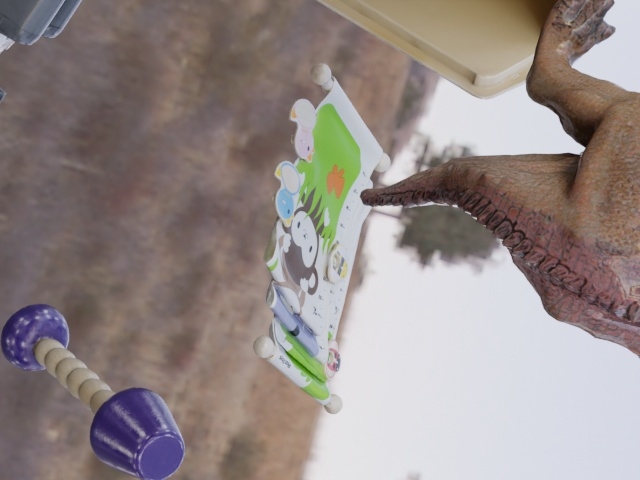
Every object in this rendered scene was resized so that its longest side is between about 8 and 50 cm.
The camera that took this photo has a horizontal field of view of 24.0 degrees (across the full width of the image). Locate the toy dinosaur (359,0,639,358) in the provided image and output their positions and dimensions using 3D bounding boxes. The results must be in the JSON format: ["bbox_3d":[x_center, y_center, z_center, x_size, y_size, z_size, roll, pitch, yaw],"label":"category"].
[{"bbox_3d":[0.153,0.013,0.586,0.127,0.296,0.200,95,9,-48],"label":"toy dinosaur"}]

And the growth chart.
[{"bbox_3d":[0.000,0.000,1.149,0.172,0.021,0.237,38,61,-60],"label":"growth chart"}]

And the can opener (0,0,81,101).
[{"bbox_3d":[-0.196,-0.163,0.956,0.280,0.093,0.074,-48,-177,18],"label":"can opener"}]

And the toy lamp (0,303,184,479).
[{"bbox_3d":[-0.208,0.140,1.387,0.275,0.080,0.080,34,-71,52],"label":"toy lamp"}]

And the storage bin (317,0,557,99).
[{"bbox_3d":[0.064,-0.254,0.872,0.123,0.260,0.262,-44,160,-34],"label":"storage bin"}]
